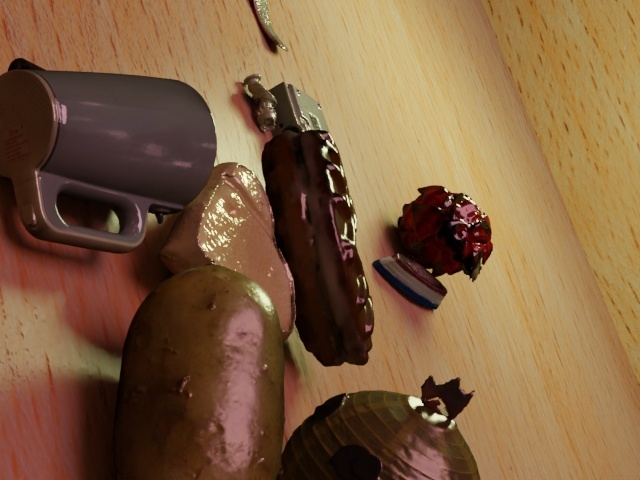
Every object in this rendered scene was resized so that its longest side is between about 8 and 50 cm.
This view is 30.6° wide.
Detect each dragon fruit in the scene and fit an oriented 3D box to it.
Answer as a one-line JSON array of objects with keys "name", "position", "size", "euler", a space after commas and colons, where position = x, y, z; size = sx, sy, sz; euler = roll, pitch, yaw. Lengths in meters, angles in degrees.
[{"name": "dragon fruit", "position": [0.229, -0.016, 2.190], "size": [0.182, 0.188, 0.182], "euler": [-18, 110, -63]}]

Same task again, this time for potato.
[{"name": "potato", "position": [-0.121, 0.173, 1.179], "size": [0.173, 0.210, 0.307], "euler": [10, 49, -10]}]

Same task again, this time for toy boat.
[{"name": "toy boat", "position": [0.166, 0.068, 2.121], "size": [0.229, 0.046, 0.080], "euler": [34, 35, -53]}]

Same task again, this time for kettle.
[{"name": "kettle", "position": [-0.246, -0.087, 1.286], "size": [0.243, 0.160, 0.211], "euler": [1, 80, -57]}]

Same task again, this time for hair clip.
[{"name": "hair clip", "position": [-0.094, -0.399, 2.117], "size": [0.054, 0.022, 0.137], "euler": [8, 56, -64]}]

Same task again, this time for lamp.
[{"name": "lamp", "position": [0.083, 0.276, 1.366], "size": [0.250, 0.284, 0.250], "euler": [33, 12, -8]}]

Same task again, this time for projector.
[{"name": "projector", "position": [-0.029, -0.181, 1.957], "size": [0.115, 0.061, 0.147], "euler": [24, 42, -55]}]

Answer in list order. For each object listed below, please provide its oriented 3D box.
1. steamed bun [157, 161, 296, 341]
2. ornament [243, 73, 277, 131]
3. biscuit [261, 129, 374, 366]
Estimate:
[{"name": "steamed bun", "position": [-0.124, 0.010, 1.465], "size": [0.231, 0.110, 0.212], "euler": [51, 31, -40]}, {"name": "ornament", "position": [-0.093, -0.227, 1.893], "size": [0.092, 0.041, 0.068], "euler": [-106, 172, -47]}, {"name": "biscuit", "position": [-0.005, -0.019, 1.652], "size": [0.366, 0.115, 0.268], "euler": [-101, 177, -47]}]
